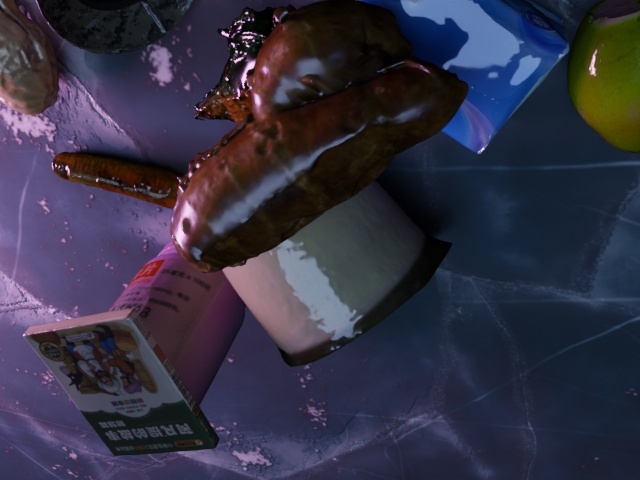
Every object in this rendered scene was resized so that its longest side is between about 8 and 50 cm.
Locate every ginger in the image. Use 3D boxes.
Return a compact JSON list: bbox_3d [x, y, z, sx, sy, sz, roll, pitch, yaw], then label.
[{"bbox_3d":[-0.044,-0.133,0.807,0.418,0.176,0.254,-39,67,21],"label":"ginger"}]

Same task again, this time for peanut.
[{"bbox_3d":[-0.532,-0.345,1.051,0.130,0.130,0.290,-14,119,25],"label":"peanut"}]

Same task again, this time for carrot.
[{"bbox_3d":[-0.376,-0.117,1.204,0.260,0.070,0.070,13,127,9],"label":"carrot"}]

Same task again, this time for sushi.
[{"bbox_3d":[-0.090,-0.270,0.968,0.140,0.149,0.287,22,160,-32],"label":"sushi"}]

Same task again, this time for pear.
[{"bbox_3d":[0.423,-0.213,0.828,0.187,0.187,0.219,-17,120,26],"label":"pear"}]

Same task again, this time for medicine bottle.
[{"bbox_3d":[-0.260,0.145,1.152,0.219,0.388,0.219,9,127,12],"label":"medicine bottle"}]

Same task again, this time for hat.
[{"bbox_3d":[-0.306,-0.411,0.927,0.128,0.265,0.265,43,139,38],"label":"hat"}]

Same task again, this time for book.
[{"bbox_3d":[-0.292,0.220,0.952,0.202,0.027,0.264,-12,119,23],"label":"book"}]

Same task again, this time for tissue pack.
[{"bbox_3d":[0.167,-0.275,0.879,0.263,0.146,0.198,31,126,-6],"label":"tissue pack"}]

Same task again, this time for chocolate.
[{"bbox_3d":[0.000,0.000,1.050,0.314,0.326,0.297,-29,95,38],"label":"chocolate"}]
